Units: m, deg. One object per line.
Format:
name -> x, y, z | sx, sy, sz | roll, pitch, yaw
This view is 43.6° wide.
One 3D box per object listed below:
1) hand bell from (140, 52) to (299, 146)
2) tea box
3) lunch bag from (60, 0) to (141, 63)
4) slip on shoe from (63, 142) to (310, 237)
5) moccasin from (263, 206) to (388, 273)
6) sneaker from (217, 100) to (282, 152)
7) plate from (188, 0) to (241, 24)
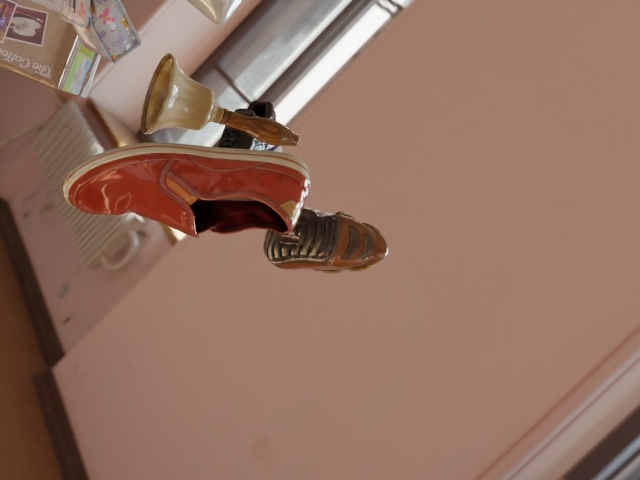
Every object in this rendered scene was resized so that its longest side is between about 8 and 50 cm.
hand bell -> -0.144, -0.191, 1.249 | 0.242, 0.126, 0.126 | 15, 20, -27
tea box -> -0.596, -0.443, 1.546 | 0.329, 0.220, 0.323 | 22, 5, -10
lunch bag -> -0.241, -0.240, 0.852 | 0.071, 0.053, 0.083 | 34, -25, 39
slip on shoe -> -0.180, -0.058, 1.054 | 0.123, 0.331, 0.101 | 85, 7, -60
moccasin -> 0.001, -0.003, 1.566 | 0.147, 0.139, 0.380 | 15, -9, -28
sneaker -> -0.165, -0.180, 1.504 | 0.107, 0.124, 0.283 | 9, 32, 18
plate -> -0.226, -0.629, 1.632 | 0.277, 0.278, 0.045 | 35, 10, -26
